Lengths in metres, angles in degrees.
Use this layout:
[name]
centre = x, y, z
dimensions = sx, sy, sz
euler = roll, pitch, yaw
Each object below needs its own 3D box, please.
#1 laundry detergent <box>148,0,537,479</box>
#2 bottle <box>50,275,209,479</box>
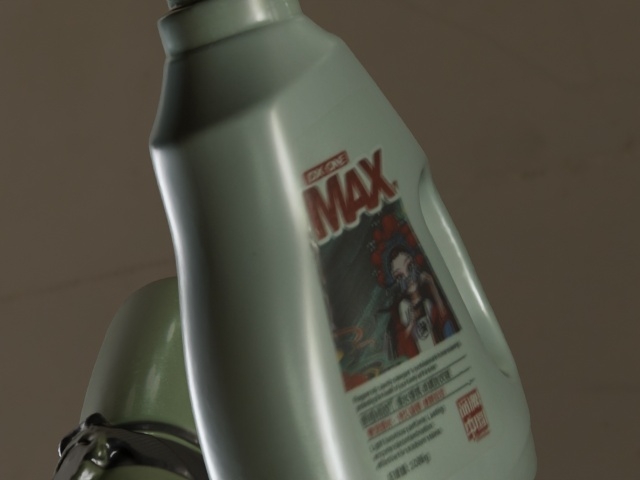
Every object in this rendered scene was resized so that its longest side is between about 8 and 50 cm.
[laundry detergent]
centre = 0.000, 0.000, 1.211
dimensions = 0.125, 0.264, 0.397
euler = -15, -85, 39
[bottle]
centre = -0.134, 0.177, 1.708
dimensions = 0.168, 0.168, 0.347
euler = -37, -162, 23
